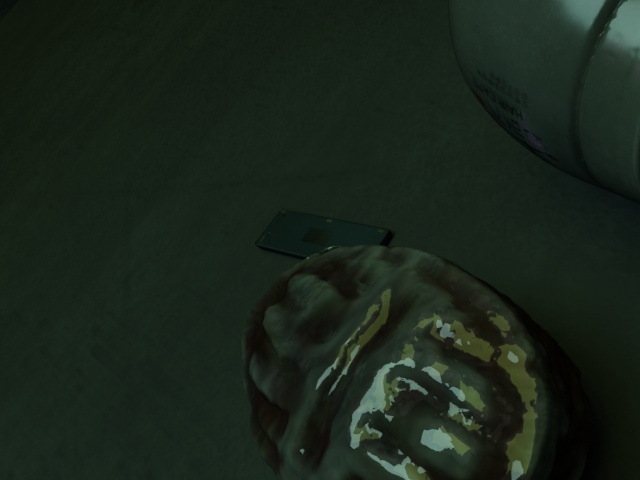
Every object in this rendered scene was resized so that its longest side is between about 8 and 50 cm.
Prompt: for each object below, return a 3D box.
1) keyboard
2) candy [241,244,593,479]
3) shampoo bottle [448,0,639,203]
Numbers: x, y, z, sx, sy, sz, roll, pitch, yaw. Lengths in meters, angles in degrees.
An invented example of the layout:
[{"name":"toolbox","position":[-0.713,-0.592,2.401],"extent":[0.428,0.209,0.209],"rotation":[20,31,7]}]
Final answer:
[{"name":"keyboard","position":[0.000,-0.001,0.998],"extent":[0.176,0.014,0.055],"rotation":[12,64,48]},{"name":"candy","position":[0.066,0.119,0.711],"extent":[0.289,0.157,0.214],"rotation":[31,93,45]},{"name":"shampoo bottle","position":[0.252,-0.170,0.713],"extent":[0.273,0.273,0.266],"rotation":[-41,46,5]}]
